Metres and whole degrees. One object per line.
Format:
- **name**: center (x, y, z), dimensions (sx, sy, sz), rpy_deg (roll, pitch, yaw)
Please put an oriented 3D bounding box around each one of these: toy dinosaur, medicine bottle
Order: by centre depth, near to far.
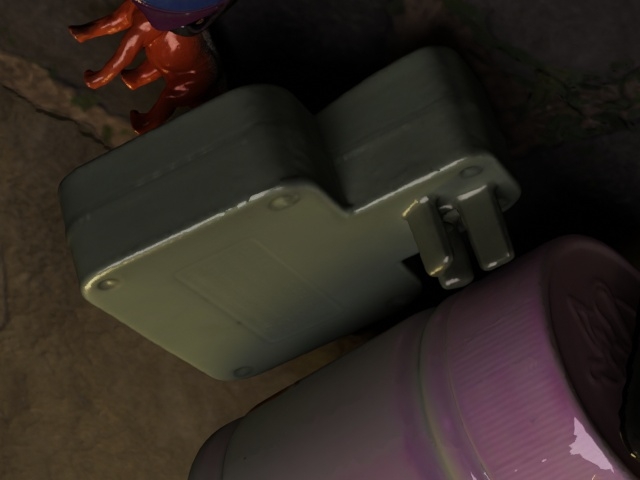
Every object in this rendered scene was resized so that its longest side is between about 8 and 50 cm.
- **toy dinosaur**: center (-0.113, -0.141, 1.256), dimensions (0.101, 0.055, 0.280), rpy_deg (-28, 118, 9)
- **medicine bottle**: center (0.085, 0.150, 1.271), dimensions (0.316, 0.202, 0.202), rpy_deg (-31, 115, 32)

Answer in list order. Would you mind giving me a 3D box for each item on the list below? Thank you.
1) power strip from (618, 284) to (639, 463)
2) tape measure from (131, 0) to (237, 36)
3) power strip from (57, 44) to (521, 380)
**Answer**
- **power strip**: center (0.309, 0.095, 1.206), dimensions (0.257, 0.251, 0.092), rpy_deg (34, 123, -12)
- **tape measure**: center (-0.080, -0.190, 1.184), dimensions (0.118, 0.074, 0.125), rpy_deg (-25, 116, -1)
- **power strip**: center (0.000, 0.000, 1.234), dimensions (0.261, 0.141, 0.229), rpy_deg (-26, 151, 14)
